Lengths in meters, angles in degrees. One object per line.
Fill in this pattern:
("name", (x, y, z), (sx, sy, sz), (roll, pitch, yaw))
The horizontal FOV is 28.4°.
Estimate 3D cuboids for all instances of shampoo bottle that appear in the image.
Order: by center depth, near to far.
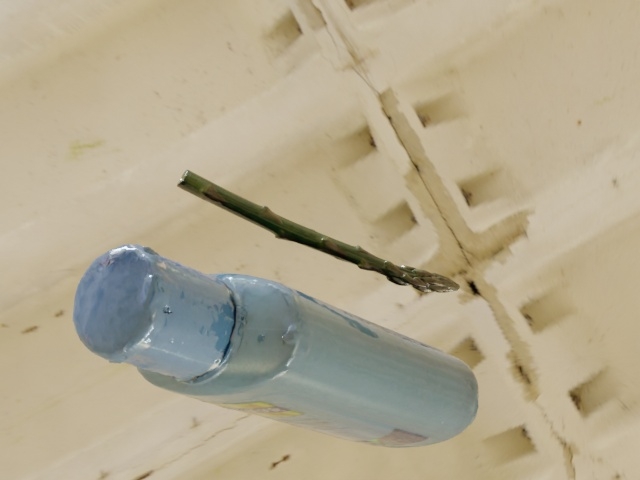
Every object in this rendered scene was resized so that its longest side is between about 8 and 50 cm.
("shampoo bottle", (-0.021, 0.059, 0.643), (0.104, 0.258, 0.061), (-5, -109, 34))

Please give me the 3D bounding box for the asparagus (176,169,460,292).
("asparagus", (0.000, 0.000, 0.673), (0.163, 0.016, 0.016), (23, -64, -8))
